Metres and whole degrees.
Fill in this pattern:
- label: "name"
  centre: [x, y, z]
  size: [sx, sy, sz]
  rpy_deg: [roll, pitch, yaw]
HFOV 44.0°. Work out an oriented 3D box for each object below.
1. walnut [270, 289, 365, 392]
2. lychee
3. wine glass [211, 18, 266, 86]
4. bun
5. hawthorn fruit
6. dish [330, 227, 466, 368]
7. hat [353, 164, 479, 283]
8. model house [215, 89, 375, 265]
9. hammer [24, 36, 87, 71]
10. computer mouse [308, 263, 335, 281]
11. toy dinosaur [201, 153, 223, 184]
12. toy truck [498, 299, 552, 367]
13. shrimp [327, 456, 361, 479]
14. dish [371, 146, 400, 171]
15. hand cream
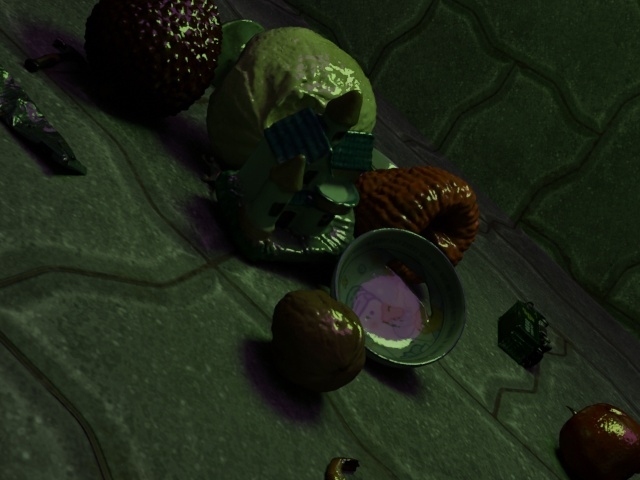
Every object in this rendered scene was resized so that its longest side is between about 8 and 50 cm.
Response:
- label: "walnut"
  centre: [-0.006, 0.154, 1.205]
  size: [0.166, 0.149, 0.166]
  rpy_deg: [50, -13, 16]
- label: "lychee"
  centre: [-0.332, -0.386, 1.567]
  size: [0.276, 0.304, 0.275]
  rpy_deg: [37, -20, 17]
- label: "wine glass"
  centre: [-0.129, -0.373, 1.950]
  size: [0.267, 0.267, 0.406]
  rpy_deg: [21, 25, -45]
- label: "bun"
  centre: [-0.049, -0.260, 1.635]
  size: [0.353, 0.348, 0.227]
  rpy_deg: [6, 15, -22]
- label: "hawthorn fruit"
  centre: [0.597, 0.426, 1.695]
  size: [0.179, 0.179, 0.200]
  rpy_deg: [20, 31, -46]
- label: "dish"
  centre: [0.130, 0.124, 1.523]
  size: [0.273, 0.134, 0.273]
  rpy_deg: [9, 66, -19]
- label: "hat"
  centre: [0.187, -0.075, 1.937]
  size: [0.285, 0.285, 0.400]
  rpy_deg: [29, 9, -32]
- label: "model house"
  centre: [0.000, -0.126, 1.438]
  size: [0.267, 0.325, 0.194]
  rpy_deg: [4, 48, -37]
- label: "hammer"
  centre: [-0.505, -0.345, 1.508]
  size: [0.078, 0.021, 0.201]
  rpy_deg: [38, 20, -10]
- label: "computer mouse"
  centre: [0.000, 0.000, 1.640]
  size: [0.122, 0.073, 0.217]
  rpy_deg: [6, 42, -55]
- label: "toy dinosaur"
  centre: [-0.212, -0.137, 1.583]
  size: [0.058, 0.037, 0.180]
  rpy_deg: [39, 23, -30]
- label: "toy truck"
  centre: [0.548, 0.245, 2.126]
  size: [0.121, 0.088, 0.259]
  rpy_deg: [41, 21, 0]
- label: "shrimp"
  centre: [0.063, 0.344, 1.090]
  size: [0.127, 0.025, 0.091]
  rpy_deg: [36, 19, -7]
- label: "dish"
  centre: [0.165, -0.145, 2.219]
  size: [0.316, 0.106, 0.316]
  rpy_deg: [37, 21, -17]
- label: "hand cream"
  centre: [-0.459, -0.200, 1.238]
  size: [0.248, 0.052, 0.075]
  rpy_deg: [43, 20, 5]
